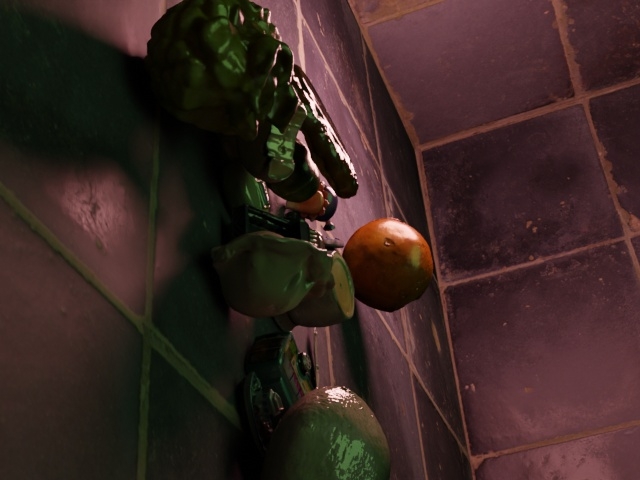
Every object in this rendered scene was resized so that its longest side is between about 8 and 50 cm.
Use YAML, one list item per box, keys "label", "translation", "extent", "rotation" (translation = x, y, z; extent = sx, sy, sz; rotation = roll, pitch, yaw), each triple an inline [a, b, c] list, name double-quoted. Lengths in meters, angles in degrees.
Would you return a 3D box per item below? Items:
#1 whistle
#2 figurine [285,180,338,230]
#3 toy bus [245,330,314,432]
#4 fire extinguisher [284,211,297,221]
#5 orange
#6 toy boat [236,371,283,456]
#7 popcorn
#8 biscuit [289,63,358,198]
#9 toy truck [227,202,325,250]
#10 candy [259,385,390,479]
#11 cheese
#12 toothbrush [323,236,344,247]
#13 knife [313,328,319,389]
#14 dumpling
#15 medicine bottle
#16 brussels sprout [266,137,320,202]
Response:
- label: "whistle"
  translation: [-0.151, -0.141, 1.794]
  extent: [0.126, 0.067, 0.258]
  rotation: [-11, 83, -74]
- label: "figurine"
  translation: [-0.013, -0.082, 2.198]
  extent: [0.195, 0.102, 0.111]
  rotation: [-13, 121, -80]
- label: "toy bus"
  translation: [-0.047, 0.289, 1.677]
  extent: [0.109, 0.091, 0.261]
  rotation: [-62, 133, -61]
- label: "fire extinguisher"
  translation: [-0.068, -0.031, 2.079]
  extent: [0.038, 0.025, 0.083]
  rotation: [26, 34, -18]
- label: "orange"
  translation: [0.169, 0.063, 2.462]
  extent: [0.240, 0.240, 0.240]
  rotation: [-16, 90, -76]
- label: "toy boat"
  translation: [-0.092, 0.280, 1.550]
  extent: [0.059, 0.066, 0.140]
  rotation: [-3, 76, -72]
- label: "popcorn"
  translation: [-0.159, -0.282, 1.574]
  extent: [0.270, 0.224, 0.258]
  rotation: [31, 22, -29]
- label: "biscuit"
  translation: [-0.017, -0.235, 1.918]
  extent: [0.335, 0.078, 0.329]
  rotation: [59, 4, -13]
- label: "toy truck"
  translation: [-0.081, 0.005, 1.737]
  extent: [0.192, 0.092, 0.083]
  rotation: [22, 43, -28]
- label: "candy"
  translation: [0.011, 0.372, 1.503]
  extent: [0.295, 0.185, 0.295]
  rotation: [5, 90, -73]
- label: "cheese"
  translation: [-0.113, -0.213, 1.748]
  extent: [0.071, 0.163, 0.249]
  rotation: [13, 18, -39]
- label: "toothbrush"
  translation: [0.000, 0.000, 2.288]
  extent: [0.413, 0.035, 0.042]
  rotation: [10, 85, -74]
- label: "knife"
  translation: [-0.005, 0.300, 1.965]
  extent: [0.047, 0.017, 0.297]
  rotation: [65, 15, -55]
- label: "dumpling"
  translation: [-0.074, 0.051, 1.609]
  extent: [0.258, 0.193, 0.147]
  rotation: [37, 44, -51]
- label: "medicine bottle"
  translation: [-0.020, 0.100, 1.869]
  extent: [0.147, 0.143, 0.147]
  rotation: [-13, 90, -72]
- label: "brussels sprout"
  translation: [-0.067, -0.151, 2.027]
  extent: [0.155, 0.117, 0.155]
  rotation: [53, -4, 6]
